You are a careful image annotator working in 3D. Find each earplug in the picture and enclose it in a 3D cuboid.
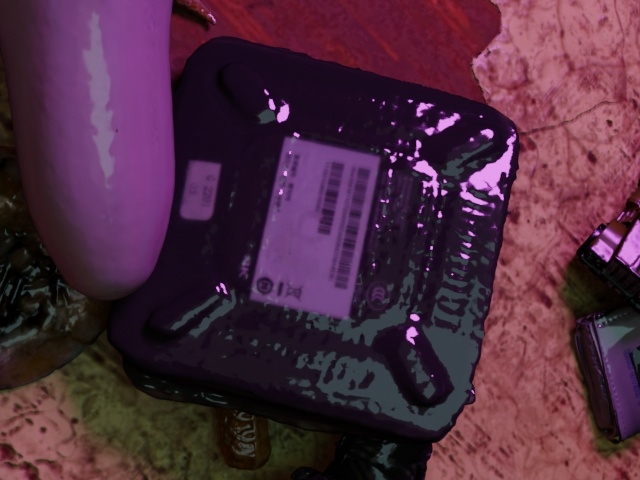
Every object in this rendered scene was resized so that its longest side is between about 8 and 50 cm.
[{"bbox_3d":[-0.193,-0.096,0.929,0.172,0.172,0.301,-8,99,-22],"label":"earplug"}]

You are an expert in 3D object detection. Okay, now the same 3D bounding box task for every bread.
[{"bbox_3d":[-0.082,0.153,1.073,0.052,0.044,0.157,-9,92,-19],"label":"bread"}]

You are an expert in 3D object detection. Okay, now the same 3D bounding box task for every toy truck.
[{"bbox_3d":[0.413,-0.036,1.211,0.127,0.127,0.257,43,75,10],"label":"toy truck"}]

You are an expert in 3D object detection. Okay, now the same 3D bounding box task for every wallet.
[{"bbox_3d":[0.416,0.128,1.260,0.231,0.069,0.170,-17,100,-20],"label":"wallet"}]

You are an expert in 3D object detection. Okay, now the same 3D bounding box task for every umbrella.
[{"bbox_3d":[0.032,0.226,1.077,0.154,0.128,0.336,25,74,-10],"label":"umbrella"}]

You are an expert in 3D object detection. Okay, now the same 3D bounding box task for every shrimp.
[{"bbox_3d":[-0.348,0.023,0.963,0.365,0.071,0.233,2,93,-27],"label":"shrimp"}]

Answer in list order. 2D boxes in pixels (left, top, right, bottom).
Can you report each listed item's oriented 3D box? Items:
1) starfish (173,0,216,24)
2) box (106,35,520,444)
[{"bbox_3d":[-0.210,-0.248,1.026,0.238,0.057,0.213,2,95,-21],"label":"starfish"},{"bbox_3d":[0.000,0.000,1.033,0.350,0.091,0.359,13,76,-2],"label":"box"}]
